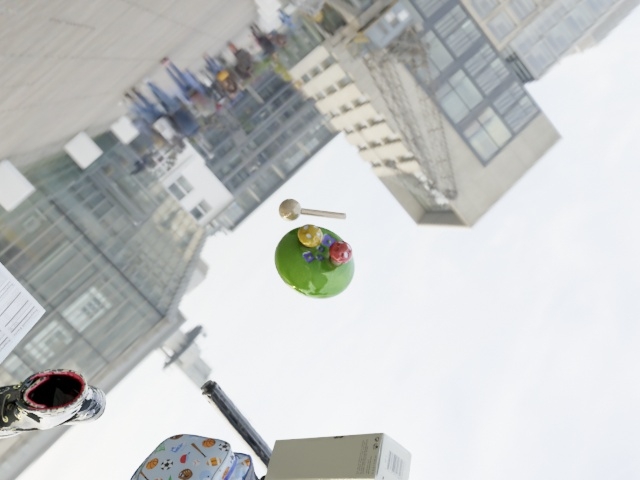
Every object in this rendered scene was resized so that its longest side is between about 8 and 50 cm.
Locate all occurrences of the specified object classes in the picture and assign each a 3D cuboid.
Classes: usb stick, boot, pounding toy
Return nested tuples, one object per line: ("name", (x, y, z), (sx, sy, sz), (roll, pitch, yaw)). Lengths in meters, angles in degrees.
("usb stick", (-0.178, 0.438, 1.676), (0.045, 0.278, 0.077), (-39, -175, -16))
("boot", (-0.465, 0.250, 1.134), (0.236, 0.085, 0.179), (-4, 160, -11))
("pounding toy", (0.000, 0.000, 1.573), (0.110, 0.182, 0.237), (119, -28, -52))

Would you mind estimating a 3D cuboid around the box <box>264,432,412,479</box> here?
("box", (0.032, 0.444, 1.415), (0.275, 0.113, 0.094), (-14, -133, 35))

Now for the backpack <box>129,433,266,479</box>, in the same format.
("backpack", (-0.291, 0.551, 1.567), (0.263, 0.213, 0.276), (-3, -153, 28))

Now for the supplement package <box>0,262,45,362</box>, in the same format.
("supplement package", (-0.797, 0.130, 1.588), (0.199, 0.263, 0.198), (9, -129, 35))
